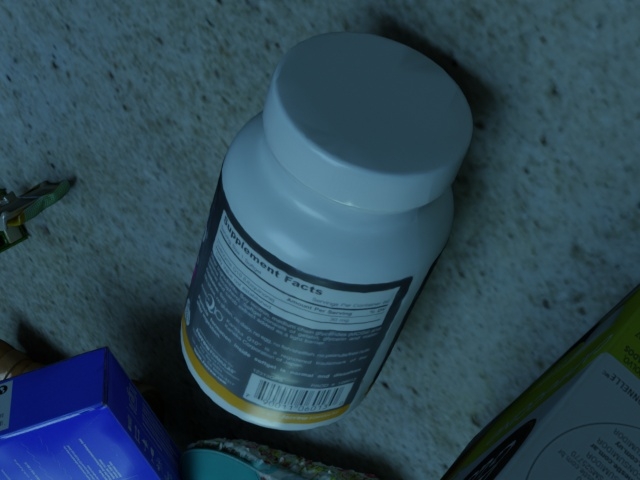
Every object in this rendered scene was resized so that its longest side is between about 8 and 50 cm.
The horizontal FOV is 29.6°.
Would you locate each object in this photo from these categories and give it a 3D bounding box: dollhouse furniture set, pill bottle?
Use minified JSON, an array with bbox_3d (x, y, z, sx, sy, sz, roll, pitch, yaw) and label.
[{"bbox_3d":[-0.296,-0.016,1.191,0.151,0.076,0.059,2,119,54],"label":"dollhouse furniture set"},{"bbox_3d":[0.000,0.000,0.855,0.162,0.162,0.278,38,139,15],"label":"pill bottle"}]

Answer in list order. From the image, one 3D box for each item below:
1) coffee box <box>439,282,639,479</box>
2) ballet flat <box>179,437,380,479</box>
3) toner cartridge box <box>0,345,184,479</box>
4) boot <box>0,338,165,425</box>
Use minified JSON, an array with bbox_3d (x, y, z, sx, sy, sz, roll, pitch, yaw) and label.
[{"bbox_3d":[0.206,0.261,0.728,0.338,0.334,0.338,42,140,9],"label":"coffee box"},{"bbox_3d":[-0.026,0.235,1.129,0.241,0.077,0.091,13,109,39],"label":"ballet flat"},{"bbox_3d":[-0.209,0.260,1.193,0.165,0.075,0.348,-17,132,8],"label":"toner cartridge box"},{"bbox_3d":[-0.287,0.172,1.324,0.220,0.109,0.283,46,148,11],"label":"boot"}]
